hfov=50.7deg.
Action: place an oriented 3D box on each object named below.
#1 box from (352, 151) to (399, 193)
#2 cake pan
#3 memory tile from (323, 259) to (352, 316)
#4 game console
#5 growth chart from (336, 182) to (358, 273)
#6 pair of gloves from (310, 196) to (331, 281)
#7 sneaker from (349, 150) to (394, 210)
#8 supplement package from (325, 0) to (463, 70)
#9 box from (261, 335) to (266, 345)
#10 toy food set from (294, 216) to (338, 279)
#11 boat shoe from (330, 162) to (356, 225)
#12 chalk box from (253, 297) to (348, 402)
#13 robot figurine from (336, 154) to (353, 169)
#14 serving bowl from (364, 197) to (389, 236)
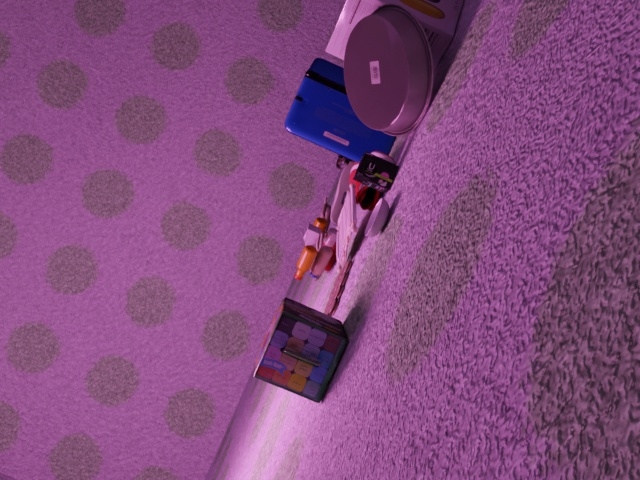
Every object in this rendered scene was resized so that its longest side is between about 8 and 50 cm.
[{"bbox_3d":[0.124,-0.153,1.527,0.052,0.083,0.062,133,160,-82],"label":"box"},{"bbox_3d":[0.142,-0.379,1.526,0.293,0.054,0.293,33,129,52],"label":"cake pan"},{"bbox_3d":[0.037,0.123,1.586,0.113,0.012,0.148,120,173,-57],"label":"memory tile"},{"bbox_3d":[0.075,-0.358,1.881,0.173,0.293,0.250,-137,70,-87],"label":"game console"},{"bbox_3d":[0.061,-0.023,1.638,0.237,0.021,0.172,105,168,-58],"label":"growth chart"},{"bbox_3d":[0.000,0.000,2.222,0.204,0.042,0.240,-72,-9,-46],"label":"pair of gloves"},{"bbox_3d":[0.103,-0.126,1.669,0.221,0.087,0.128,121,173,-69],"label":"sneaker"},{"bbox_3d":[0.186,-0.539,1.678,0.198,0.262,0.199,119,174,-50],"label":"supplement package"},{"bbox_3d":[-0.073,0.247,1.575,0.162,0.116,0.029,123,169,-70],"label":"box"},{"bbox_3d":[-0.007,0.032,1.984,0.232,0.111,0.105,-79,14,-63],"label":"toy food set"},{"bbox_3d":[0.081,-0.154,2.145,0.081,0.079,0.228,176,115,-81],"label":"boat shoe"},{"bbox_3d":[-0.037,0.203,1.237,0.213,0.132,0.132,-101,36,-85],"label":"chalk box"},{"bbox_3d":[0.122,-0.320,2.093,0.211,0.085,0.291,-39,11,15],"label":"robot figurine"},{"bbox_3d":[0.119,-0.043,1.365,0.083,0.027,0.083,-155,90,-86],"label":"serving bowl"}]
